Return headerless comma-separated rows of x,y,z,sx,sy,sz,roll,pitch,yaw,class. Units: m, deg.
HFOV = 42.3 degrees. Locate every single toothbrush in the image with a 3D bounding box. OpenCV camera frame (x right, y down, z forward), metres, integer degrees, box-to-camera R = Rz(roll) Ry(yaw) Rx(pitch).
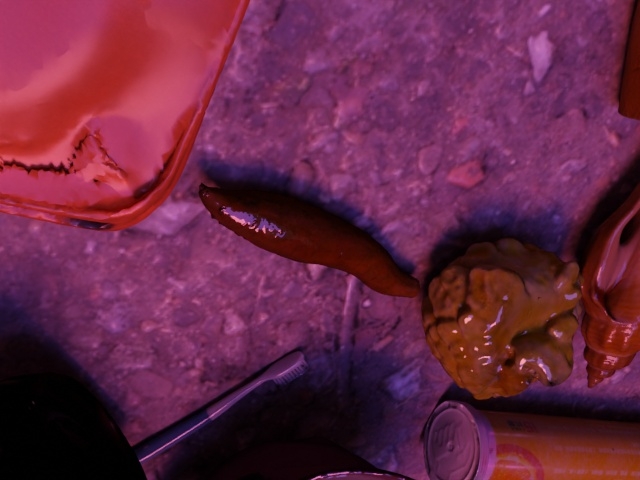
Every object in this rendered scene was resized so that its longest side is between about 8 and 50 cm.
-0.133,0.193,0.865,0.276,0.019,0.025,-31,134,1,toothbrush

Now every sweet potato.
0.001,0.000,0.767,0.265,0.057,0.057,22,112,-32,sweet potato

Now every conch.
0.330,0.010,0.879,0.109,0.093,0.330,9,104,-2,conch

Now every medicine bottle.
-0.355,0.286,0.710,0.395,0.242,0.242,-25,127,3,medicine bottle
0.335,0.267,1.029,0.426,0.108,0.108,10,118,-26,medicine bottle

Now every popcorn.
0.190,0.074,0.842,0.174,0.142,0.173,0,103,-1,popcorn

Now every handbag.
-0.255,-0.182,0.518,0.410,0.116,0.303,14,116,-28,handbag

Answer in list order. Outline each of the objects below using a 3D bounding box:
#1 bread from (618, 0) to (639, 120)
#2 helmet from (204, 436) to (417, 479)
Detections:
0.357,-0.169,0.718,0.140,0.160,0.169,-13,125,-11,bread
-0.036,0.328,0.878,0.338,0.197,0.271,-46,117,2,helmet
